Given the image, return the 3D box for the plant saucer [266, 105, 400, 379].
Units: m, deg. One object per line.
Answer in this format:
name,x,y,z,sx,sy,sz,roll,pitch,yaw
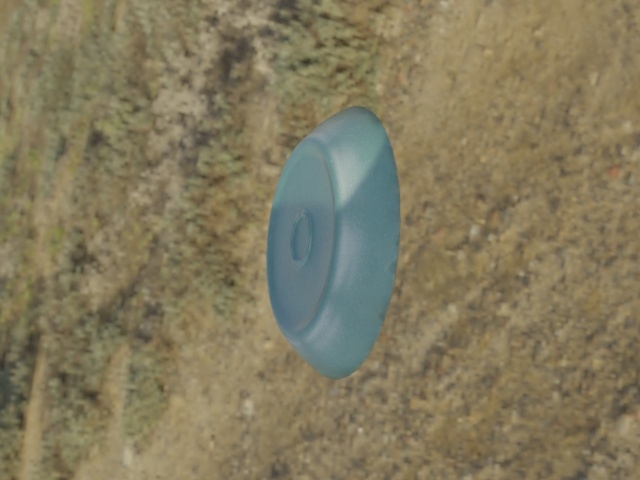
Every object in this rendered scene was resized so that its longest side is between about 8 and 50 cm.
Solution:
plant saucer,0.000,0.000,0.521,0.119,0.021,0.119,-175,90,-69
